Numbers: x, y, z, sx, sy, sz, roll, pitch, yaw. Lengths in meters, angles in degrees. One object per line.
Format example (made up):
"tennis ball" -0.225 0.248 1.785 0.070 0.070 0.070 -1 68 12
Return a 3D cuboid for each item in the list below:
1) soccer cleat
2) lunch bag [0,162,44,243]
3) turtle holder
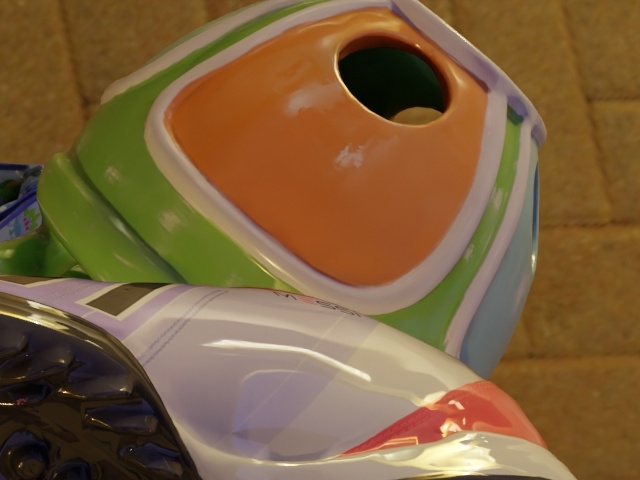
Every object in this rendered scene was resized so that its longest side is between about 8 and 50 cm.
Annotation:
"soccer cleat" -0.055 0.057 0.570 0.318 0.109 0.116 16 26 -34
"lunch bag" -0.247 0.013 1.207 0.151 0.129 0.096 -17 58 -15
"turtle holder" 0.009 0.008 0.911 0.227 0.243 0.320 -50 143 0
